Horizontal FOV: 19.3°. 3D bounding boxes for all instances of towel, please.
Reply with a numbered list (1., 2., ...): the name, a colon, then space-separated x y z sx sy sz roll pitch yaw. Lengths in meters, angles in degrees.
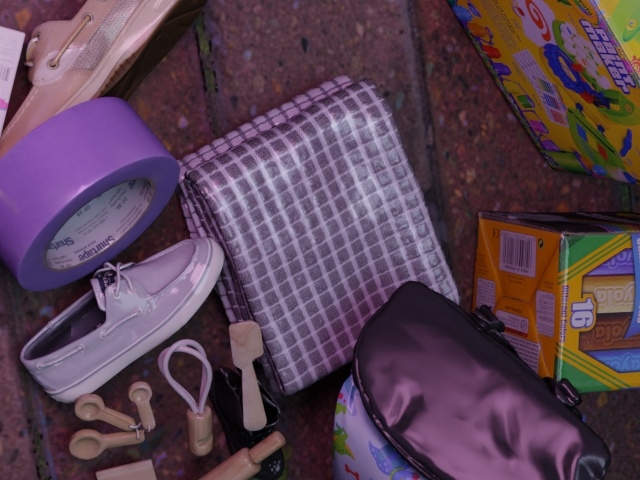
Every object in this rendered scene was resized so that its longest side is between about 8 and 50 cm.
1. towel: 0.000 0.000 1.950 0.235 0.121 0.284 -31 111 -20

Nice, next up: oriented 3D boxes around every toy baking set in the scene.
1. toy baking set: -0.134 0.190 1.883 0.256 0.030 0.197 -33 127 12

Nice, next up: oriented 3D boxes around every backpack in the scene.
1. backpack: 0.139 0.255 1.960 0.273 0.290 0.355 -44 159 -9

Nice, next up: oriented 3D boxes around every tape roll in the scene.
1. tape roll: -0.231 -0.043 1.776 0.189 0.189 0.080 -34 72 -20

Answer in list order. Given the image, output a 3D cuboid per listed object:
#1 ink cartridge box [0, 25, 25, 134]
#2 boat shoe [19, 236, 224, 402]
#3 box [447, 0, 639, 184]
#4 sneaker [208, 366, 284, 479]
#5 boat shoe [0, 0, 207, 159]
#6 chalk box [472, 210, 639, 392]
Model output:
1. ink cartridge box: -0.348 -0.138 1.757 0.092 0.090 0.143 15 91 -29
2. boat shoe: -0.197 0.067 1.845 0.227 0.079 0.081 -40 129 5
3. box: 0.314 -0.222 1.994 0.177 0.279 0.290 -42 115 -16
4. sneaker: -0.070 0.190 1.959 0.051 0.089 0.170 -34 112 -20
5. boat shoe: -0.234 -0.168 1.818 0.098 0.109 0.302 38 82 9
6. chalk box: 0.336 0.064 2.108 0.289 0.180 0.179 0 98 -27
